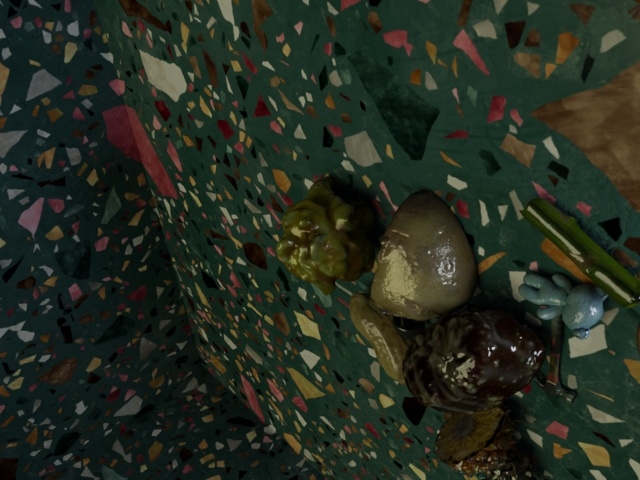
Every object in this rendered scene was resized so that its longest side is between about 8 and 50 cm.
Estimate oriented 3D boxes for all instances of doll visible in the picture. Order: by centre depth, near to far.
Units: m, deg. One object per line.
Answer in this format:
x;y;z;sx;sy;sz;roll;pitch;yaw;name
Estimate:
0.511;0.128;1.195;0.075;0.120;0.179;27;179;-38;doll

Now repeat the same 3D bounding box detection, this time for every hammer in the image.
0.543;0.251;1.305;0.111;0.033;0.288;23;135;41;hammer

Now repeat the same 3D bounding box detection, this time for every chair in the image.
0.247;0.167;1.582;0.095;0.104;0.222;-124;25;-56;chair

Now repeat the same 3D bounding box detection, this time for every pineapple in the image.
0.490;0.601;1.543;0.272;0.262;0.262;47;149;-6;pineapple

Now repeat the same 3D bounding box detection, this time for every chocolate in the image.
0.330;0.283;1.350;0.340;0.210;0.225;-43;47;41;chocolate

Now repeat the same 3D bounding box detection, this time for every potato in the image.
0.254;0.049;1.357;0.189;0.211;0.265;29;135;38;potato

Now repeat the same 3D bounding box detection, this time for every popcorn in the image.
0.001;0.012;1.594;0.325;0.290;0.321;-2;116;33;popcorn

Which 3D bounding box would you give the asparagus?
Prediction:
0.514;0.019;1.110;0.278;0.067;0.060;49;175;18;asparagus

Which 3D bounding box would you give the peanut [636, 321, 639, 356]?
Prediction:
0.648;0.202;1.082;0.076;0.076;0.152;17;137;46;peanut

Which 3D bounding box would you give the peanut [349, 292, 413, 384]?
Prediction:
0.202;0.287;1.701;0.325;0.140;0.153;53;165;10;peanut

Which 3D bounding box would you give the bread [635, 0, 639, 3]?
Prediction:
0.430;-0.429;0.724;0.375;0.165;0.237;39;147;23;bread
